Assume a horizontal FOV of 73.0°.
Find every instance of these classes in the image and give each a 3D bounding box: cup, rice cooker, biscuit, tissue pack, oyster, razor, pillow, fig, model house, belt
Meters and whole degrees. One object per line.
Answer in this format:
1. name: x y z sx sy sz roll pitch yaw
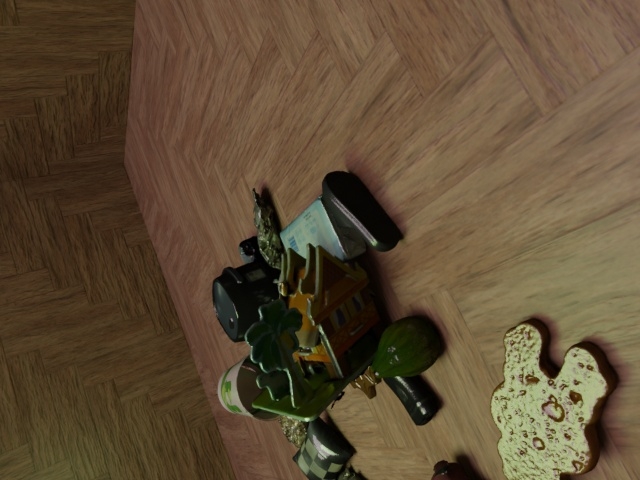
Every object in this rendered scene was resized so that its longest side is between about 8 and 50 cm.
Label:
1. cup: -0.249 0.542 1.622 0.274 0.253 0.254 -32 77 51
2. rice cooker: -0.239 0.205 1.499 0.267 0.224 0.268 33 133 46
3. biscuit: 0.372 0.289 0.724 0.186 0.044 0.296 30 117 53
4. tissue pack: 0.000 0.000 1.161 0.263 0.089 0.177 -36 76 55
5. oyster: -0.185 -0.039 1.428 0.200 0.086 0.252 98 149 -50
6. razor: 0.211 0.359 1.026 0.148 0.054 0.090 51 142 34
7. pillow: 0.085 0.809 1.438 0.093 0.051 0.241 65 150 30
8. oyster: -0.110 0.678 1.650 0.259 0.092 0.199 42 133 45
9. fig: 0.173 0.240 0.935 0.123 0.156 0.123 41 142 43
10. biscuit: 0.098 0.341 1.215 0.182 0.034 0.216 -42 69 56
11. model house: -0.047 0.183 0.998 0.242 0.357 0.313 -15 103 50
12. belt: -0.250 0.041 1.597 0.140 0.058 0.106 -18 95 55
13. pillow: 0.002 0.726 1.459 0.186 0.105 0.250 38 122 29

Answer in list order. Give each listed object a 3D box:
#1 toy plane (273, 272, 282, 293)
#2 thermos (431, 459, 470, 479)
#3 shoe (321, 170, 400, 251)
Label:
1. toy plane: -0.069 0.221 1.355 0.182 0.107 0.274 24 128 57
2. thermos: 0.350 0.618 0.900 0.109 0.136 0.330 -45 63 25
3. shoe: 0.077 -0.054 0.996 0.241 0.108 0.093 53 139 24
